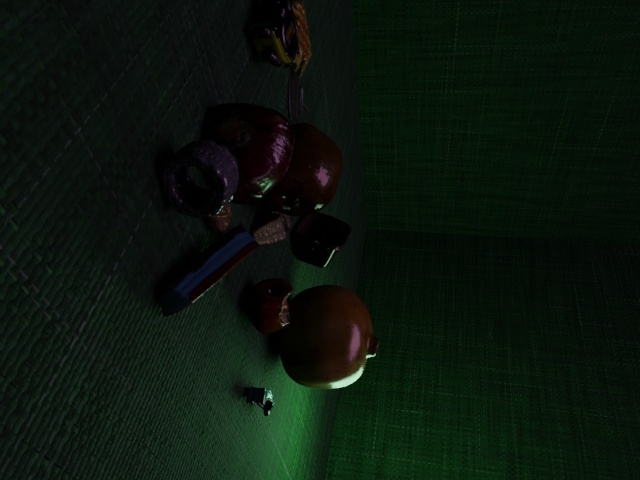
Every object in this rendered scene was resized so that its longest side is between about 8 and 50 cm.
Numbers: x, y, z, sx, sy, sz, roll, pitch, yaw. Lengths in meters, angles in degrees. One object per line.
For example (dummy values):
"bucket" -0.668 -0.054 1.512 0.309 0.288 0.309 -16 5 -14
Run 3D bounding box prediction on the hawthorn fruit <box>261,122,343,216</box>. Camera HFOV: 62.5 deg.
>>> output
"hawthorn fruit" -0.076 -0.195 1.600 0.267 0.268 0.300 80 18 -49

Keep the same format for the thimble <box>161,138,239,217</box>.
"thimble" -0.242 -0.127 1.080 0.097 0.150 0.150 -69 159 -57

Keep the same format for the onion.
"onion" -0.168 -0.206 1.298 0.216 0.207 0.206 48 43 -66

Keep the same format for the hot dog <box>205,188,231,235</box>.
"hot dog" -0.247 -0.069 1.281 0.169 0.061 0.078 76 22 -56

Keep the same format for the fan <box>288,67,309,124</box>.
"fan" -0.086 -0.576 2.042 0.294 0.012 0.223 -66 154 -61

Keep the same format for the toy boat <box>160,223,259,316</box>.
"toy boat" -0.242 0.054 1.228 0.079 0.136 0.392 59 26 -11

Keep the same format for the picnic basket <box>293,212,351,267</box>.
"picnic basket" 0.000 0.000 2.198 0.297 0.223 0.129 -61 169 -63

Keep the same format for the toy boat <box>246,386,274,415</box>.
"toy boat" -0.190 0.522 1.703 0.185 0.075 0.077 75 19 -68

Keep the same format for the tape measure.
"tape measure" -0.136 -0.603 1.549 0.186 0.112 0.199 64 37 -54

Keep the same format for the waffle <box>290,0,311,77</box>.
"waffle" -0.081 -0.728 1.893 0.261 0.056 0.250 -75 161 -44

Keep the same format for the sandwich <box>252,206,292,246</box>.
"sandwich" -0.148 -0.061 1.701 0.244 0.088 0.090 -68 155 -56

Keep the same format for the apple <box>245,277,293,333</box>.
"apple" -0.159 0.207 1.612 0.156 0.147 0.158 -123 -148 -49

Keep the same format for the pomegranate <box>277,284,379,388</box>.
"pomegranate" 0.031 0.376 1.994 0.417 0.417 0.416 4 90 -78
